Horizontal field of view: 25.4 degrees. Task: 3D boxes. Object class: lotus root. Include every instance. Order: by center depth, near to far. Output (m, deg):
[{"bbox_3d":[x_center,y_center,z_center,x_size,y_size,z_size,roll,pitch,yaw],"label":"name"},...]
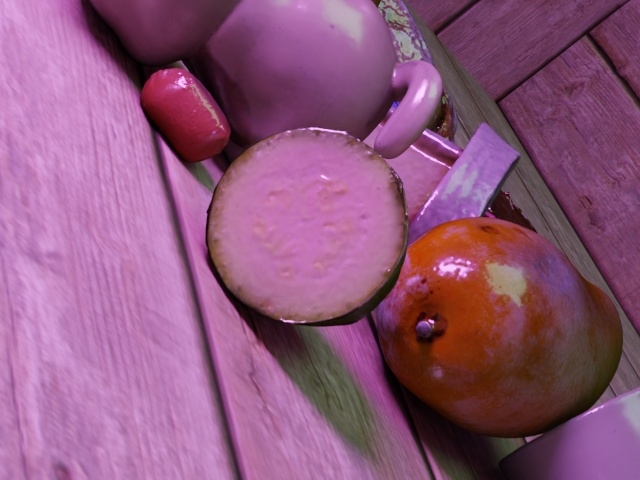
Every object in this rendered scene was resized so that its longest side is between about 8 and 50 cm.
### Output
[{"bbox_3d":[0.068,-0.266,2.034,0.349,0.175,0.175,63,15,8],"label":"lotus root"}]

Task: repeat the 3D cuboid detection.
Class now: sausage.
[{"bbox_3d":[-0.121,-0.116,1.297,0.094,0.054,0.059,53,14,2],"label":"sausage"}]

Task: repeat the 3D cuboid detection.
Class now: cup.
[{"bbox_3d":[0.311,0.297,1.477,0.234,0.186,0.258,64,-12,13],"label":"cup"}]

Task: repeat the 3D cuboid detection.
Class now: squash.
[{"bbox_3d":[0.000,0.000,1.199,0.170,0.170,0.123,58,3,23],"label":"squash"}]

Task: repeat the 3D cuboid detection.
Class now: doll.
[{"bbox_3d":[-0.077,-0.213,1.386,0.370,0.226,0.215,38,48,-16],"label":"doll"}]

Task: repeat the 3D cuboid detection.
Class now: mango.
[{"bbox_3d":[0.191,0.089,1.451,0.384,0.199,0.221,4,59,-54],"label":"mango"}]

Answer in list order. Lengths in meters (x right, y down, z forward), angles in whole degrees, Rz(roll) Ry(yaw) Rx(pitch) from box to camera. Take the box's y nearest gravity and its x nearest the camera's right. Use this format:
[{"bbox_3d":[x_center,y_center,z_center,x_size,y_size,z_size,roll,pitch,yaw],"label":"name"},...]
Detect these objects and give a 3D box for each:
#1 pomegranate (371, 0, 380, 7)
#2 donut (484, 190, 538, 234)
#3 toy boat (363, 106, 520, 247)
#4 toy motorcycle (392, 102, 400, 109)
[{"bbox_3d":[-0.052,-0.344,1.719,0.270,0.229,0.252,30,4,-41],"label":"pomegranate"},{"bbox_3d":[0.270,0.038,2.051,0.269,0.103,0.269,48,18,-21],"label":"donut"},{"bbox_3d":[0.075,-0.067,1.604,0.294,0.111,0.276,18,50,-3],"label":"toy boat"},{"bbox_3d":[0.098,-0.077,1.798,0.358,0.125,0.212,56,5,7],"label":"toy motorcycle"}]
